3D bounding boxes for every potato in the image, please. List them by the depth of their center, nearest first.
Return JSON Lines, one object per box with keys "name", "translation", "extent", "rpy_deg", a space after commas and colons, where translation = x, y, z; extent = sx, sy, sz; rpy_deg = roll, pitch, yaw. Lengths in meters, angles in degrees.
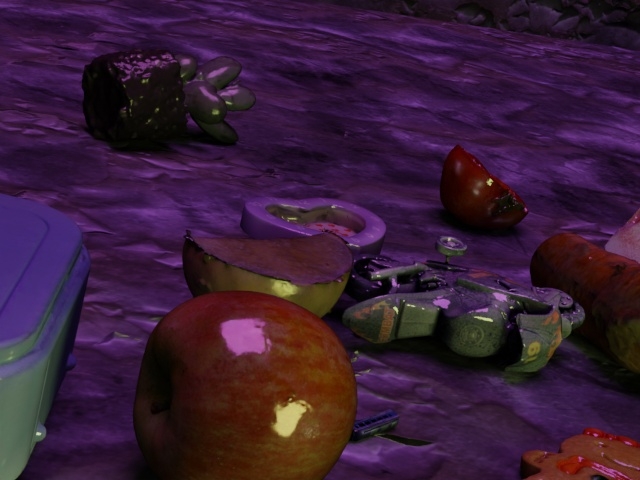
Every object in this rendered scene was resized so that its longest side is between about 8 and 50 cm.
{"name": "potato", "translation": [-0.043, 0.056, 1.591], "extent": [0.243, 0.098, 0.138], "rpy_deg": [-2, 26, -43]}

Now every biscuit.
{"name": "biscuit", "translation": [0.285, 0.240, 1.395], "extent": [0.166, 0.036, 0.225], "rpy_deg": [23, 21, 28]}

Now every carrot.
{"name": "carrot", "translation": [0.382, 0.084, 1.751], "extent": [0.139, 0.138, 0.302], "rpy_deg": [5, 14, -23]}

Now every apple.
{"name": "apple", "translation": [-0.065, 0.138, 1.217], "extent": [0.174, 0.188, 0.188], "rpy_deg": [8, 19, -31]}

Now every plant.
{"name": "plant", "translation": [-0.226, -0.225, 2.167], "extent": [0.275, 0.146, 0.149], "rpy_deg": [-4, 23, -41]}

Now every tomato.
{"name": "tomato", "translation": [0.236, -0.066, 2.127], "extent": [0.159, 0.091, 0.139], "rpy_deg": [32, 13, -42]}

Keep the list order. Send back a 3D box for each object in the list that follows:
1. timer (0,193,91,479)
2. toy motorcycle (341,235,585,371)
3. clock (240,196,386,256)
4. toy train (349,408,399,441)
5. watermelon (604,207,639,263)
{"name": "timer", "translation": [-0.402, 0.070, 1.201], "extent": [0.395, 0.173, 0.395], "rpy_deg": [12, 21, -5]}
{"name": "toy motorcycle", "translation": [0.172, 0.082, 1.655], "extent": [0.307, 0.108, 0.173], "rpy_deg": [9, 25, -7]}
{"name": "clock", "translation": [0.000, 0.000, 1.820], "extent": [0.198, 0.064, 0.172], "rpy_deg": [-1, 24, -35]}
{"name": "toy train", "translation": [0.048, 0.187, 1.409], "extent": [0.017, 0.017, 0.083], "rpy_deg": [35, 28, 31]}
{"name": "watermelon", "translation": [0.533, 0.059, 1.840], "extent": [0.224, 0.180, 0.305], "rpy_deg": [-19, 37, -32]}
